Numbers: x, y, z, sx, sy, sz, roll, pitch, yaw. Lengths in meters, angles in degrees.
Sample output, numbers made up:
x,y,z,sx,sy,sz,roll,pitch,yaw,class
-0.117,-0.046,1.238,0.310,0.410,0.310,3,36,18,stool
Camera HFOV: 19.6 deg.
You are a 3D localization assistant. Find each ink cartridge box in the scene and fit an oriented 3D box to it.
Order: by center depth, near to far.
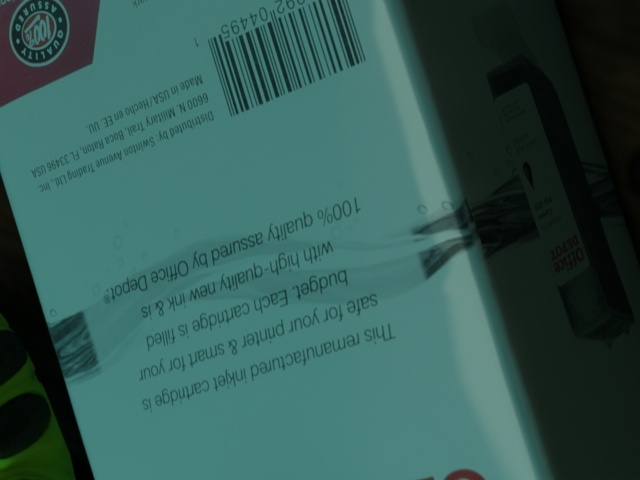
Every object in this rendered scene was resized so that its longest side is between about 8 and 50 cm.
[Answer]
x,y,z,sx,sy,sz,roll,pitch,yaw,class
0.000,0.000,0.539,0.158,0.092,0.218,-19,85,37,ink cartridge box

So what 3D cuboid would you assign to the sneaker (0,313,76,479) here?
x,y,z,sx,sy,sz,roll,pitch,yaw,class
-0.106,0.155,0.621,0.123,0.109,0.296,125,129,-64,sneaker
